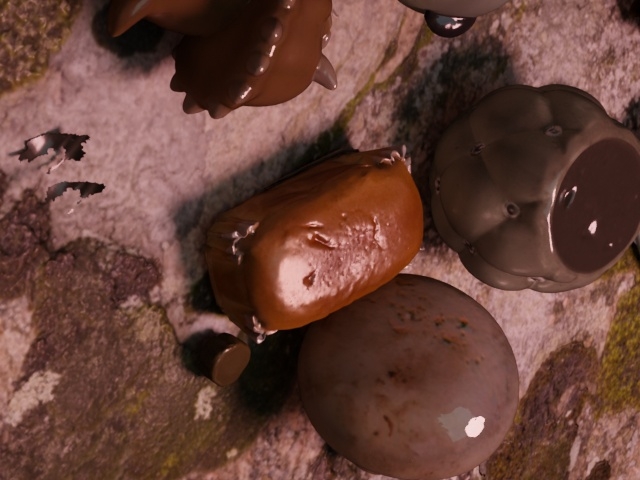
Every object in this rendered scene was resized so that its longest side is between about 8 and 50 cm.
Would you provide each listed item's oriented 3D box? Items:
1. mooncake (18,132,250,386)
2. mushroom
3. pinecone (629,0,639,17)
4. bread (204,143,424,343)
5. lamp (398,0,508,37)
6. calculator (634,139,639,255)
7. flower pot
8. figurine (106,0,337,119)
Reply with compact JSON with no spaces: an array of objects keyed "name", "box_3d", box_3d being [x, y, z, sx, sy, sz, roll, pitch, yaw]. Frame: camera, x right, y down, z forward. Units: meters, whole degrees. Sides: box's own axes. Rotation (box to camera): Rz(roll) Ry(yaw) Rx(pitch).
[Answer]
[{"name":"mooncake","box_3d":[-0.167,0.030,1.491,0.150,0.057,0.347,-39,126,-32]},{"name":"mushroom","box_3d":[0.088,0.165,1.684,0.243,0.243,0.243,-15,113,-38]},{"name":"pinecone","box_3d":[0.508,-0.352,1.874,0.246,0.246,0.292,33,65,-43]},{"name":"bread","box_3d":[0.000,0.000,1.598,0.241,0.107,0.136,-28,118,-33]},{"name":"lamp","box_3d":[0.126,-0.342,1.558,0.198,0.197,0.244,-49,121,-19]},{"name":"calculator","box_3d":[0.490,-0.031,2.003,0.051,0.173,0.293,-81,153,-52]},{"name":"flower pot","box_3d":[0.242,-0.060,1.734,0.246,0.195,0.246,-16,115,-38]},{"name":"figurine","box_3d":[-0.096,-0.198,1.400,0.247,0.177,0.173,4,82,-54]}]
